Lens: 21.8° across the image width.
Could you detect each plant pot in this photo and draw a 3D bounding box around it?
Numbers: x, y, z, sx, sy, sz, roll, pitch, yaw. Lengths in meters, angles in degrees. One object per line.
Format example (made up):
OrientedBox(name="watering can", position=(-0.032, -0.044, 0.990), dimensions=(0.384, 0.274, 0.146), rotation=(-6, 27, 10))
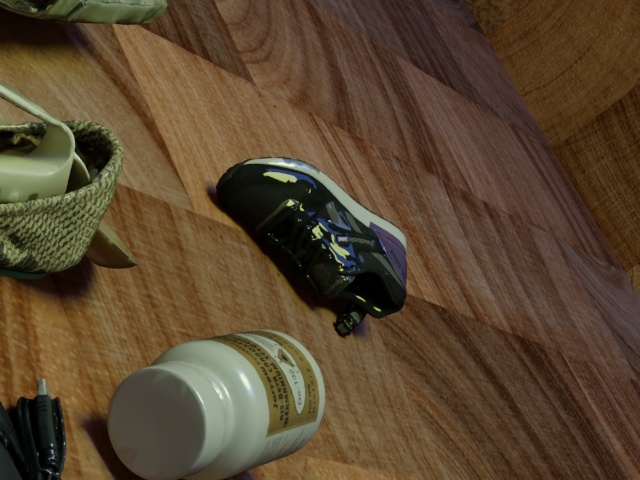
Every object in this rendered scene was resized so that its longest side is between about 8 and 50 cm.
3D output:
OrientedBox(name="plant pot", position=(-0.264, -0.054, 1.584), dimensions=(0.236, 0.032, 0.236), rotation=(47, -3, 4))

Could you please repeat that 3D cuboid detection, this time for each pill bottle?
OrientedBox(name="pill bottle", position=(-0.097, 0.156, 1.554), dimensions=(0.131, 0.131, 0.229), rotation=(57, 21, 12))

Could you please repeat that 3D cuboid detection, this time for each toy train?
OrientedBox(name="toy train", position=(0.052, 0.083, 2.128), dimensions=(0.027, 0.036, 0.158), rotation=(51, 20, -4))

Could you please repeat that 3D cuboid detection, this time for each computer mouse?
OrientedBox(name="computer mouse", position=(-0.286, 0.127, 1.284), dimensions=(0.272, 0.072, 0.188), rotation=(38, 26, -34))

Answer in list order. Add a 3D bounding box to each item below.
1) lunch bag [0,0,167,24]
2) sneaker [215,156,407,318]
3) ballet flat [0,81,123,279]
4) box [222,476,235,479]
OrientedBox(name="lunch bag", position=(-0.319, -0.344, 1.854), dimensions=(0.287, 0.169, 0.235), rotation=(52, 20, 11))
OrientedBox(name="sneaker", position=(0.000, 0.000, 2.032), dimensions=(0.283, 0.107, 0.124), rotation=(27, 38, -28))
OrientedBox(name="ballet flat", position=(-0.332, -0.064, 1.256), dimensions=(0.164, 0.182, 0.482), rotation=(47, 25, 27))
OrientedBox(name="box", position=(-0.039, 0.333, 1.546), dimensions=(0.201, 0.021, 0.164), rotation=(48, 21, -13))
